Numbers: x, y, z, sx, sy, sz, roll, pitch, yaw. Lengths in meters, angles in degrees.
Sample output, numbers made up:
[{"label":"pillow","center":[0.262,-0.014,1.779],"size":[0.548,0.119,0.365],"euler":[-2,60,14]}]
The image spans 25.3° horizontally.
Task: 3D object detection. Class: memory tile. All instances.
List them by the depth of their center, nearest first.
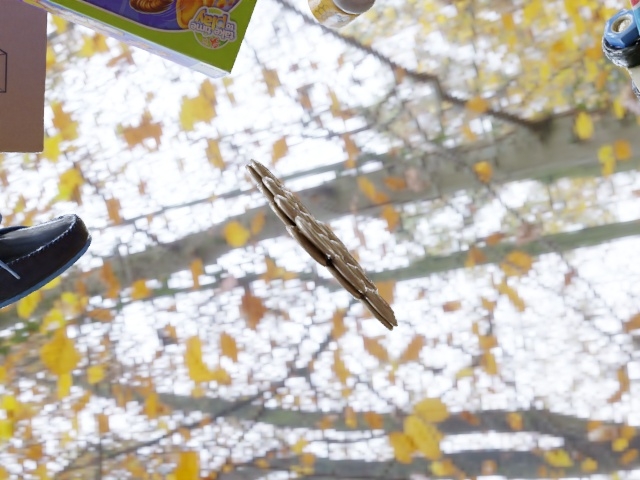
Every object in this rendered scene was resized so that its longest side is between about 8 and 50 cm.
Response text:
[{"label":"memory tile","center":[0.000,0.000,0.985],"size":[0.012,0.148,0.113],"euler":[-43,-60,5]}]

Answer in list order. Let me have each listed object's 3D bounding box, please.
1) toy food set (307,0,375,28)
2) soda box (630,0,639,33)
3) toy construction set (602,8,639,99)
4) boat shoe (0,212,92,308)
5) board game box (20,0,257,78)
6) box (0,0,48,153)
[{"label":"toy food set","center":[-0.028,-0.257,0.962],"size":[0.232,0.104,0.111],"euler":[44,-119,-11]},{"label":"soda box","center":[0.167,-0.145,0.627],"size":[0.210,0.071,0.067],"euler":[59,-147,-45]},{"label":"toy construction set","center":[0.323,-0.169,1.060],"size":[0.151,0.215,0.327],"euler":[48,-162,-22]},{"label":"boat shoe","center":[-0.368,0.030,1.490],"size":[0.258,0.109,0.089],"euler":[-27,-68,-6]},{"label":"board game box","center":[-0.205,-0.315,1.259],"size":[0.347,0.078,0.233],"euler":[20,-93,-15]},{"label":"box","center":[-0.360,-0.165,1.368],"size":[0.201,0.021,0.164],"euler":[-1,-83,-34]}]
